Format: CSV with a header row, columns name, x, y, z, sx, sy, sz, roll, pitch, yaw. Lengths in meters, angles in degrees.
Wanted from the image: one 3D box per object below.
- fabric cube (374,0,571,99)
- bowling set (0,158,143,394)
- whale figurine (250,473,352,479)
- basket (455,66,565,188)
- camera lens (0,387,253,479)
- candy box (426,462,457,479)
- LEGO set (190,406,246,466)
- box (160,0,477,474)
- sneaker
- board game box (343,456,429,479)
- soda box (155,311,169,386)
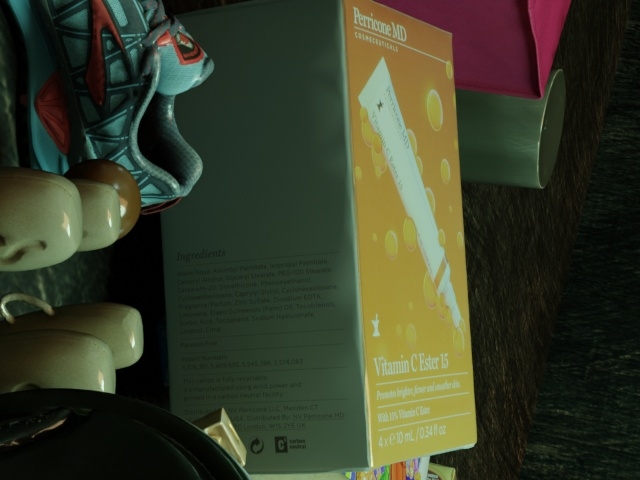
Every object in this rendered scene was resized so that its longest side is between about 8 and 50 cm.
name,x,y,z,sx,sy,sz,roll,pitch,yaw
fabric cube,0.105,-0.320,1.316,0.259,0.254,0.258,73,34,-56
bowling set,-0.188,0.037,0.853,0.200,0.154,0.287,-86,174,-57
whale figurine,-0.014,0.285,1.329,0.141,0.272,0.216,-47,-140,32
basket,0.136,-0.134,1.550,0.204,0.227,0.154,59,44,-65
camera lens,-0.136,0.229,0.739,0.219,0.219,0.274,-58,163,-49
candy box,0.094,0.450,1.787,0.183,0.087,0.316,78,29,-47
LEGO set,-0.163,0.216,0.985,0.287,0.132,0.107,-56,166,-1
box,0.000,0.000,1.139,0.215,0.168,0.345,3,82,-63
sneaker,-0.123,-0.137,0.922,0.104,0.125,0.262,-58,152,-50
board game box,0.047,0.211,1.582,0.233,0.078,0.347,56,39,-52
soda box,-0.067,0.047,1.280,0.210,0.071,0.067,-57,151,-50
